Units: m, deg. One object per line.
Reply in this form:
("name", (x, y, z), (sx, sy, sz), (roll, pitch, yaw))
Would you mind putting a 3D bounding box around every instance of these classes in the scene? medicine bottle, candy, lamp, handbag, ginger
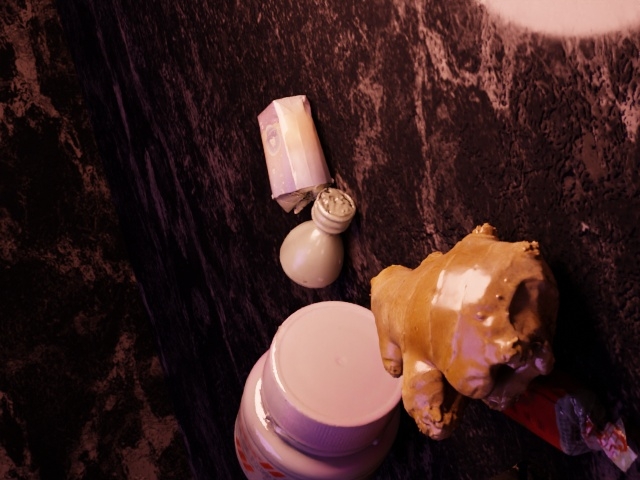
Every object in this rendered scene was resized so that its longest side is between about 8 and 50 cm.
("medicine bottle", (0.002, 0.266, 1.553), (0.256, 0.256, 0.325), (59, 154, 24))
("candy", (0.260, 0.185, 1.146), (0.292, 0.059, 0.086), (28, 135, 60))
("lamp", (0.000, 0.000, 1.546), (0.106, 0.106, 0.193), (59, 147, 24))
("handbag", (-0.040, -0.132, 1.535), (0.117, 0.095, 0.173), (162, 96, -74))
("ginger", (0.164, 0.118, 1.200), (0.375, 0.166, 0.236), (128, 134, -75))

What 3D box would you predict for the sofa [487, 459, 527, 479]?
("sofa", (0.251, 0.419, 1.186), (0.258, 0.200, 0.182), (27, 131, 57))
